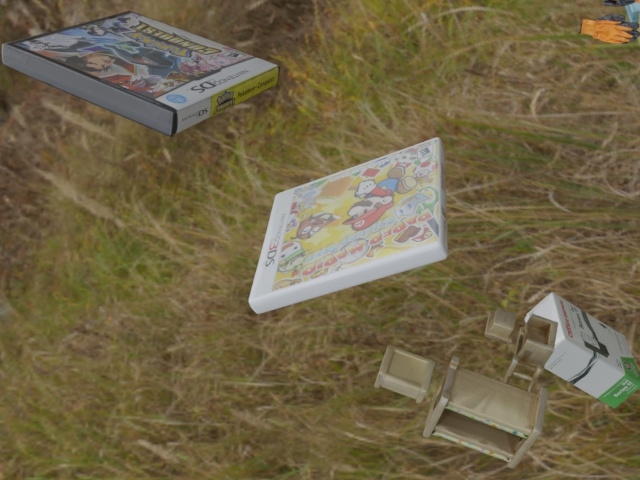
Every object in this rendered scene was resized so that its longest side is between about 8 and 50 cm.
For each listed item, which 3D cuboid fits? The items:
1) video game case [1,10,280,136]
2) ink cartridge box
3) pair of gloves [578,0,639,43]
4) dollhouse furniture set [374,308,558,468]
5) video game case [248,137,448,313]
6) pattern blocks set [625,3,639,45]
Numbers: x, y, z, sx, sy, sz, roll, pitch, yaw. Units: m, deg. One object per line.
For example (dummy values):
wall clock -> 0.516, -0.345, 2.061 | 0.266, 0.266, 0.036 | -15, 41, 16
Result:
video game case -> -0.232, -0.235, 1.075 | 0.274, 0.248, 0.035 | 24, 124, 19
ink cartridge box -> 0.527, 0.219, 1.613 | 0.087, 0.208, 0.153 | -52, 17, 30
pair of gloves -> 0.359, -0.279, 0.975 | 0.074, 0.010, 0.083 | 16, 136, 15
dollhouse furniture set -> 0.166, 0.150, 0.937 | 0.101, 0.181, 0.161 | 102, -170, -49
video game case -> 0.035, -0.021, 0.916 | 0.226, 0.026, 0.206 | -18, 34, 20
pattern blocks set -> 0.497, -0.249, 1.154 | 0.026, 0.285, 0.325 | -15, 82, 15
